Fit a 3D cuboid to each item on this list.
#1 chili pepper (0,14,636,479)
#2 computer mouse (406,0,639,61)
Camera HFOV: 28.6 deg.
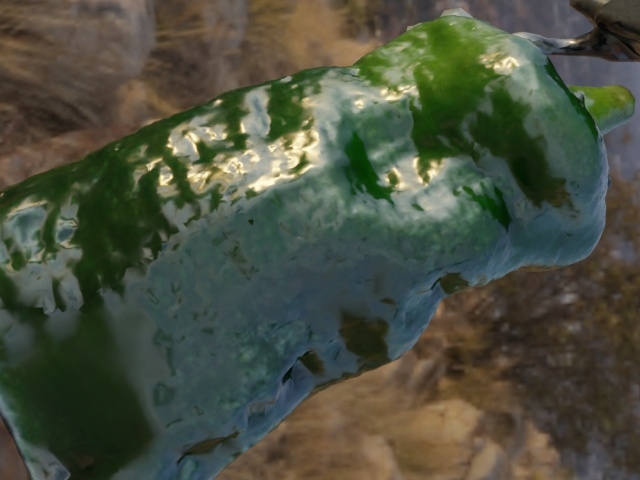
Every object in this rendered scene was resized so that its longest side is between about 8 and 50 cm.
[{"bbox_3d":[0.000,0.000,0.464,0.136,0.270,0.099,64,-7,-2],"label":"chili pepper"},{"bbox_3d":[0.220,-0.110,0.522,0.167,0.379,0.090,-122,-150,-71],"label":"computer mouse"}]
